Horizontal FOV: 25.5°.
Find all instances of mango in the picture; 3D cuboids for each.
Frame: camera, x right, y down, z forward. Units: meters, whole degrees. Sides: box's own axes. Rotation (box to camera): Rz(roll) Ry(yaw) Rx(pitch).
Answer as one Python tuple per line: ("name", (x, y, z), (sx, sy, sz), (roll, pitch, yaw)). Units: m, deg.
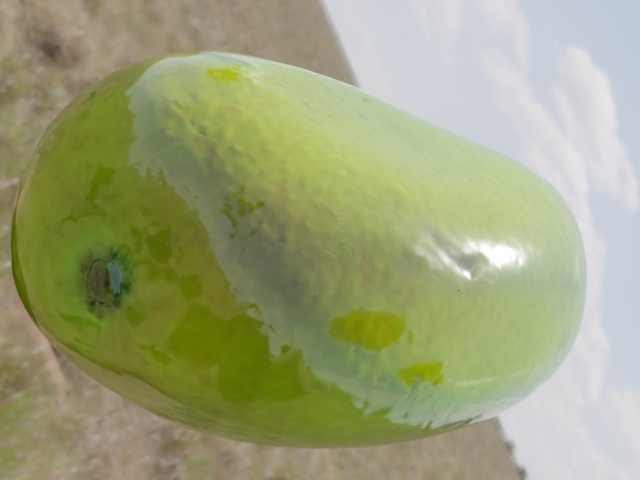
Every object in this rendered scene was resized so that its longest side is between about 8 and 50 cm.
("mango", (0.001, 0.003, 0.371), (0.117, 0.163, 0.089), (-123, -135, -60))
